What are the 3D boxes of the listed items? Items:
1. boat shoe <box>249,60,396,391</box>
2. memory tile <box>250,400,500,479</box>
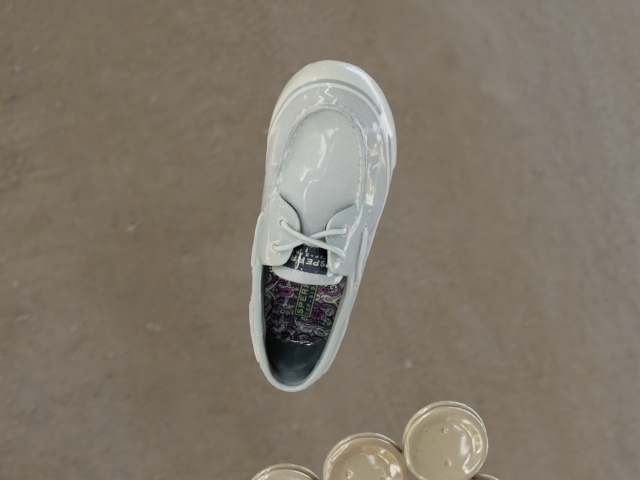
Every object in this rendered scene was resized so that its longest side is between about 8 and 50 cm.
[{"bbox_3d":[-0.001,0.000,1.068,0.079,0.227,0.081,8,39,0],"label":"boat shoe"},{"bbox_3d":[0.039,0.147,0.761,0.113,0.012,0.148,-22,107,0],"label":"memory tile"}]
